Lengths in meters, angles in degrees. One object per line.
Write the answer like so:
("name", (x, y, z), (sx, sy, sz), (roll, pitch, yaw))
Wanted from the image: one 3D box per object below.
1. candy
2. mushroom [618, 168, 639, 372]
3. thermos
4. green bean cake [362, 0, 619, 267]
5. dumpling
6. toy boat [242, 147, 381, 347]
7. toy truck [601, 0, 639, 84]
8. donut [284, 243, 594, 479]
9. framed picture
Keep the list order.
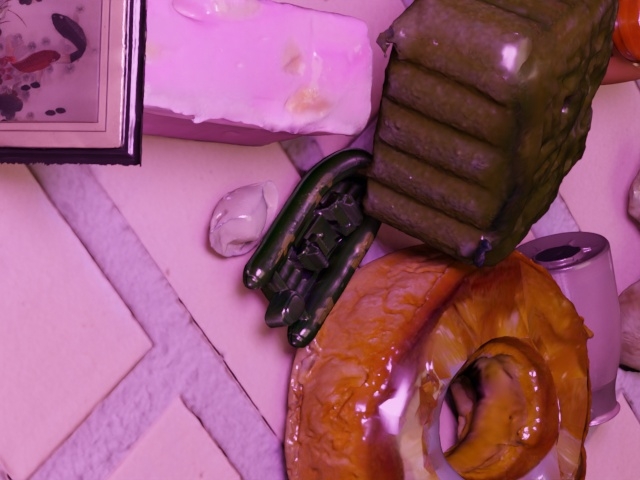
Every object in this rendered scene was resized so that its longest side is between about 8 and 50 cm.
("candy", (-0.099, -0.141, 1.380), (0.265, 0.155, 0.116), (5, 84, -41))
("mushroom", (0.430, -0.010, 1.858), (0.247, 0.130, 0.344), (47, 61, -36))
("thermos", (0.264, 0.092, 1.745), (0.137, 0.105, 0.193), (-56, 134, -63))
("green bean cake", (0.159, -0.135, 1.516), (0.247, 0.156, 0.250), (-47, 156, -47))
("dumpling", (-0.067, -0.015, 1.487), (0.077, 0.043, 0.059), (-64, 145, -39))
("toy boat", (0.000, 0.000, 1.531), (0.104, 0.052, 0.210), (53, 51, -25))
("toy truck", (0.273, -0.278, 1.668), (0.211, 0.204, 0.288), (-43, 114, -36))
("donut", (0.127, 0.162, 1.578), (0.330, 0.160, 0.330), (-1, 91, -41))
("framed picture", (-0.215, -0.155, 1.265), (0.010, 0.195, 0.199), (2, 90, -68))
